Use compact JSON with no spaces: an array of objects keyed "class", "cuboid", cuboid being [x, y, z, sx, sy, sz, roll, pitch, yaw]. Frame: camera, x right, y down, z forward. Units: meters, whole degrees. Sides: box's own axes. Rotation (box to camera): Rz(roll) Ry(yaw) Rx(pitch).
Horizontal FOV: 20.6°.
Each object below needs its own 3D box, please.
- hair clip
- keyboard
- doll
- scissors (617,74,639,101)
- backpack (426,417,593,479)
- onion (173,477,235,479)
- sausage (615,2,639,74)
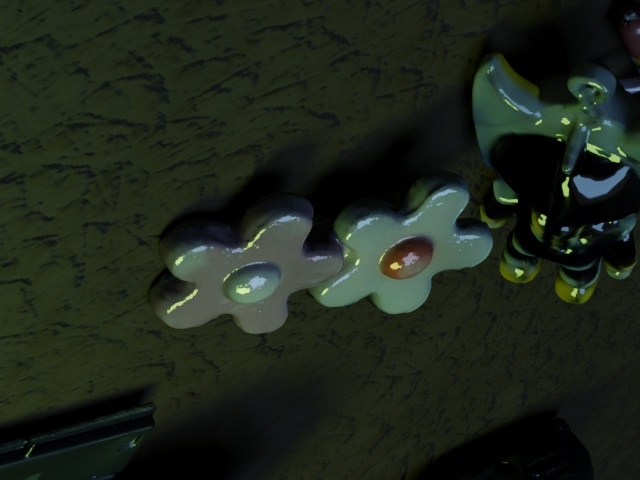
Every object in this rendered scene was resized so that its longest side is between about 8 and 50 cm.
[{"class":"hair clip","cuboid":[0.003,0.006,1.220,0.257,0.075,0.146,-13,152,-31]},{"class":"keyboard","cuboid":[-0.223,0.165,1.262,0.230,0.025,0.093,-11,148,-41]},{"class":"doll","cuboid":[0.187,-0.043,1.284,0.103,0.145,0.316,-41,159,-18]},{"class":"scissors","cuboid":[0.262,-0.087,1.377,0.110,0.021,0.212,-30,153,35]},{"class":"backpack","cuboid":[0.171,0.297,1.891,0.258,0.133,0.206,-10,142,-31]},{"class":"onion","cuboid":[-0.135,0.264,1.432,0.227,0.120,0.283,-39,158,14]},{"class":"sausage","cuboid":[0.253,-0.132,1.328,0.029,0.029,0.223,-39,155,7]}]
